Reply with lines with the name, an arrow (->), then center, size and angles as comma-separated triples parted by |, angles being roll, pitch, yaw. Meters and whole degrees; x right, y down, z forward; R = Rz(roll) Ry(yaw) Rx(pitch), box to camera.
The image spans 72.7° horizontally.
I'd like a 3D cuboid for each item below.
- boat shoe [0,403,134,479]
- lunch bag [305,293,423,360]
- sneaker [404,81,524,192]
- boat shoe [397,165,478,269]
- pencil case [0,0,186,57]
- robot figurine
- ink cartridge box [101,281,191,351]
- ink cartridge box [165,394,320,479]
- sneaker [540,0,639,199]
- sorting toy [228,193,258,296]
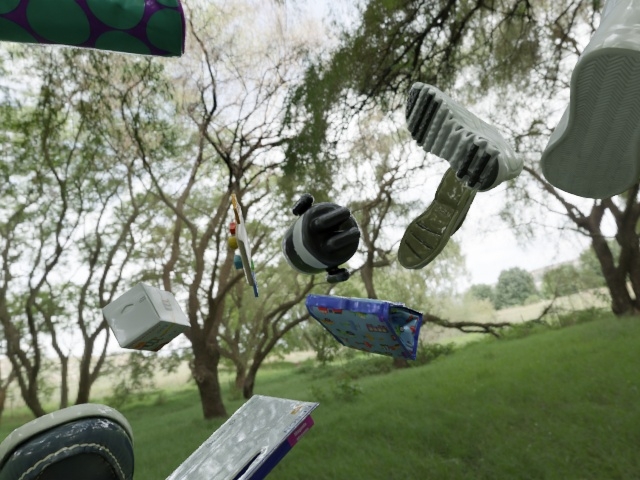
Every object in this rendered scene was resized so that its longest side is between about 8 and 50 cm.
boat shoe -> -0.188, 0.219, 0.332 | 0.095, 0.079, 0.254 | -4, -48, -35
lunch bag -> 0.110, 0.204, 1.122 | 0.221, 0.138, 0.293 | 4, -20, 30
sneaker -> 0.275, -0.210, 0.860 | 0.118, 0.292, 0.110 | -14, -34, -30
boat shoe -> 0.313, -0.049, 1.113 | 0.103, 0.113, 0.302 | 5, -57, -49
pencil case -> -0.179, -0.178, 0.322 | 0.152, 0.064, 0.070 | -3, -42, -16
robot figurine -> 0.001, -0.003, 1.175 | 0.174, 0.209, 0.278 | 16, -19, -18
ink cartridge box -> -0.467, 0.212, 1.180 | 0.128, 0.127, 0.176 | -36, -20, -2
ink cartridge box -> -0.167, 0.425, 0.798 | 0.324, 0.071, 0.330 | -38, 6, -31
sneaker -> 0.335, -0.168, 0.479 | 0.108, 0.169, 0.292 | 26, -9, 24
sorting toy -> -0.240, 0.012, 1.292 | 0.047, 0.196, 0.347 | -11, -52, -6
